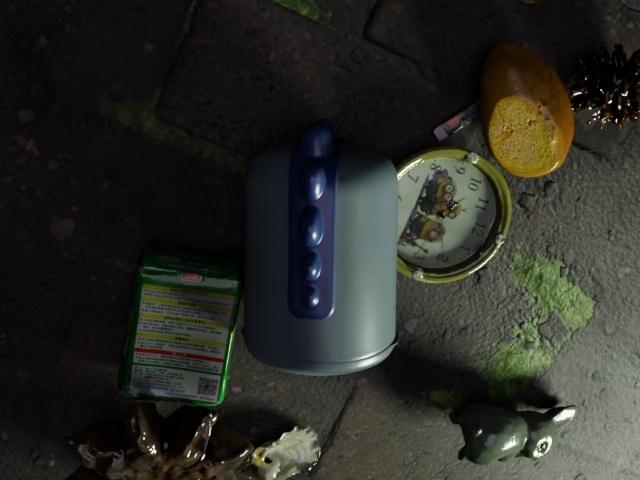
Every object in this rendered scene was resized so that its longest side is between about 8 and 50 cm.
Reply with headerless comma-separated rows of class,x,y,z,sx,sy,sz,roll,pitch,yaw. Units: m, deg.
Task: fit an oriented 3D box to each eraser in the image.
eraser,0.229,-0.198,1.097,0.099,0.019,0.027,-33,107,3

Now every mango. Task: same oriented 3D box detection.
mango,0.319,-0.209,1.066,0.141,0.102,0.217,-21,107,19

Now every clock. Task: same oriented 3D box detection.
clock,0.197,-0.045,1.116,0.237,0.057,0.237,-2,107,-6

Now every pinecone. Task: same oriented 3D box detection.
pinecone,0.455,-0.242,1.064,0.120,0.140,0.140,7,107,24

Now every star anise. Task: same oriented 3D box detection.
star anise,-0.269,0.360,1.101,0.315,0.108,0.315,-9,134,-9

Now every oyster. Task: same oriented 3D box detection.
oyster,-0.065,0.389,1.205,0.121,0.045,0.146,32,92,-11

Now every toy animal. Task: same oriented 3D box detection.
toy animal,0.358,0.348,1.211,0.236,0.138,0.108,2,71,-4

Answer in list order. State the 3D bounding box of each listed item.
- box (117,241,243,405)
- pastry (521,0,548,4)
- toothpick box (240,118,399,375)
box,-0.225,0.140,1.088,0.180,0.103,0.250,10,106,-9
pastry,0.344,-0.418,1.032,0.097,0.057,0.109,30,98,-12
toothpick box,0.000,0.000,0.997,0.263,0.263,0.355,-1,104,-7
